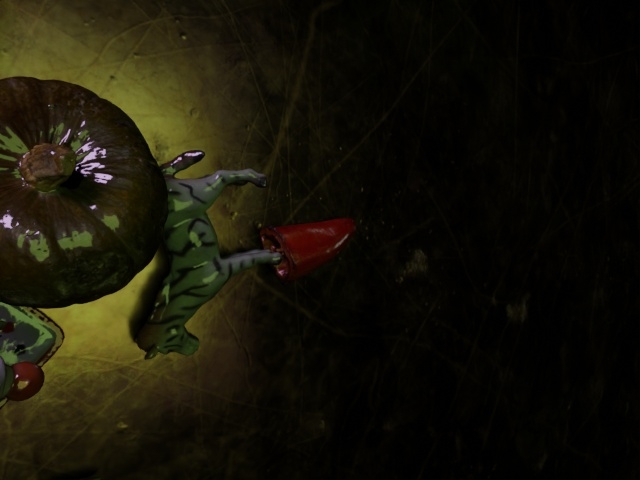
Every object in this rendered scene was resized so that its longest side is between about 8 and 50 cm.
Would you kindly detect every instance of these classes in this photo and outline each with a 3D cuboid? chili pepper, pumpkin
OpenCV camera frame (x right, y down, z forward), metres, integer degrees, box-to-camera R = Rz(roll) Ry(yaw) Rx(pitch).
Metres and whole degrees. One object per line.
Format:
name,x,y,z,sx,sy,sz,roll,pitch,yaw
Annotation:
chili pepper,-0.003,-0.002,0.619,0.169,0.065,0.088,-20,77,-40
pumpkin,-0.246,-0.041,0.364,0.219,0.162,0.218,12,66,-30

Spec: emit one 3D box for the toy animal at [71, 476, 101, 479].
toy animal,-0.344,0.278,0.400,0.217,0.041,0.074,-24,103,-36

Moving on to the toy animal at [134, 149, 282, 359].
toy animal,-0.132,0.020,0.510,0.170,0.090,0.254,3,87,-31

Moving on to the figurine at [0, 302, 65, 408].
figurine,-0.316,0.106,0.298,0.183,0.226,0.160,48,67,-26
